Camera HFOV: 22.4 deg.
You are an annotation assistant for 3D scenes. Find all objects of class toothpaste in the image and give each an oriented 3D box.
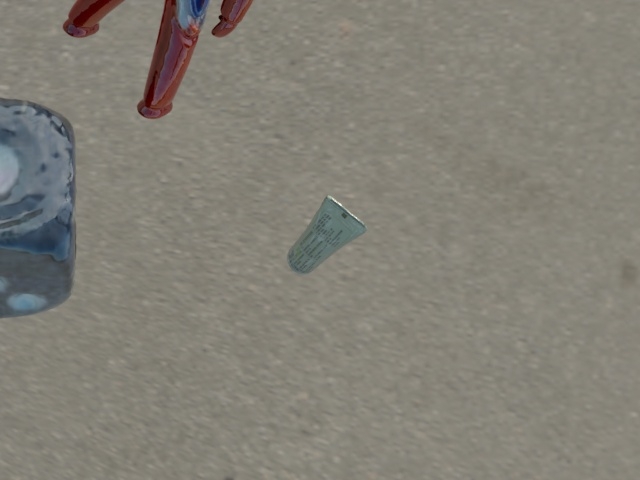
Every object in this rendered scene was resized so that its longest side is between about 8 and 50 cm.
[{"bbox_3d":[0.000,0.000,1.542,0.048,0.197,0.029,40,68,-2],"label":"toothpaste"}]

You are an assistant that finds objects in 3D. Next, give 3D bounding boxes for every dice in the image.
[{"bbox_3d":[-0.343,-0.032,1.666,0.182,0.183,0.181,2,60,-8],"label":"dice"}]

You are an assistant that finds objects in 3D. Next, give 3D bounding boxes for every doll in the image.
[{"bbox_3d":[-0.121,-0.303,1.580,0.188,0.384,0.099,49,38,13],"label":"doll"}]
